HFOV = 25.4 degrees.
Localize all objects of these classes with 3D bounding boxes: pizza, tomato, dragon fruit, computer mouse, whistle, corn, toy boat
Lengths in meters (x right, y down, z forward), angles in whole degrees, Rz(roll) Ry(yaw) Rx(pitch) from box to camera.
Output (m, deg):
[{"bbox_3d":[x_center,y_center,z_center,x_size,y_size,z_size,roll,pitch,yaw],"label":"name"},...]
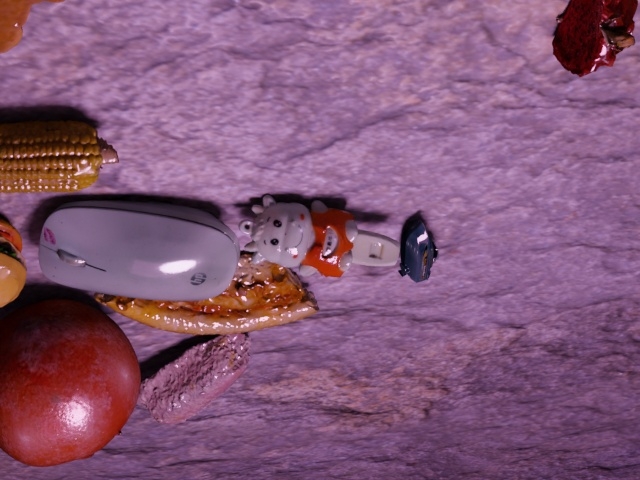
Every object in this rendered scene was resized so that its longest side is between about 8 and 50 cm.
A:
[{"bbox_3d":[-0.167,0.082,2.222,0.365,0.074,0.182,8,142,-25],"label":"pizza"},{"bbox_3d":[-0.418,0.215,2.208,0.264,0.265,0.265,-7,150,-4],"label":"tomato"},{"bbox_3d":[0.353,-0.259,1.752,0.083,0.106,0.162,1,146,-19],"label":"dragon fruit"},{"bbox_3d":[-0.259,0.026,2.046,0.288,0.097,0.159,3,132,-17],"label":"computer mouse"},{"bbox_3d":[-0.001,0.001,2.098,0.253,0.106,0.102,11,123,-20],"label":"whistle"},{"bbox_3d":[-0.391,-0.107,1.823,0.261,0.097,0.097,-1,149,-8],"label":"corn"},{"bbox_3d":[0.153,0.010,2.208,0.060,0.055,0.141,-27,153,-14],"label":"toy boat"}]

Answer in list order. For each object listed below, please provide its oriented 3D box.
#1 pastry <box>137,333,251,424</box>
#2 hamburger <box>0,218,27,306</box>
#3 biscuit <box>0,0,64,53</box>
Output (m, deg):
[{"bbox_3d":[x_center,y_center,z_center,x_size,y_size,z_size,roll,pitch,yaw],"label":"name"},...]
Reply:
[{"bbox_3d":[-0.229,0.246,2.457,0.265,0.112,0.103,-25,157,28],"label":"pastry"},{"bbox_3d":[-0.497,0.033,2.009,0.162,0.115,0.162,-9,150,-5],"label":"hamburger"},{"bbox_3d":[-0.432,-0.301,1.517,0.375,0.051,0.269,-2,147,-14],"label":"biscuit"}]
